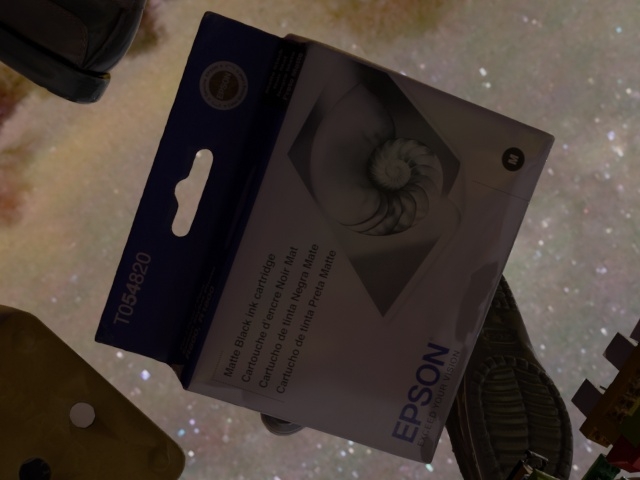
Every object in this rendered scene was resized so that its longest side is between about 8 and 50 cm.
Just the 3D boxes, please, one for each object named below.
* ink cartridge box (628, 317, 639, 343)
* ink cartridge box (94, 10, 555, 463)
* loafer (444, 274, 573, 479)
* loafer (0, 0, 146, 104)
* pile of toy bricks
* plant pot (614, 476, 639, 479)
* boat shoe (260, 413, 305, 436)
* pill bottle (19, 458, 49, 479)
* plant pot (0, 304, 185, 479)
[{"bbox_3d":[0.479,0.134,1.331,0.063,0.109,0.150,5,-135,46],"label":"ink cartridge box"},{"bbox_3d":[0.000,0.000,0.597,0.045,0.224,0.223,-122,-130,-80],"label":"ink cartridge box"},{"bbox_3d":[0.136,0.126,0.819,0.251,0.094,0.087,-95,-156,-44],"label":"loafer"},{"bbox_3d":[-0.225,-0.187,0.576,0.084,0.267,0.096,-53,-168,14],"label":"loafer"},{"bbox_3d":[0.160,0.168,0.518,0.212,0.118,0.105,-59,-158,12],"label":"pile of toy bricks"},{"bbox_3d":[0.241,0.306,0.677,0.254,0.239,0.254,-27,-162,10],"label":"plant pot"},{"bbox_3d":[0.007,0.138,1.190,0.227,0.079,0.081,-50,173,-11],"label":"boat shoe"},{"bbox_3d":[-0.302,0.305,1.115,0.130,0.130,0.246,-37,-114,4],"label":"pill bottle"},{"bbox_3d":[-0.212,0.162,0.624,0.187,0.212,0.212,-31,-162,51],"label":"plant pot"}]
